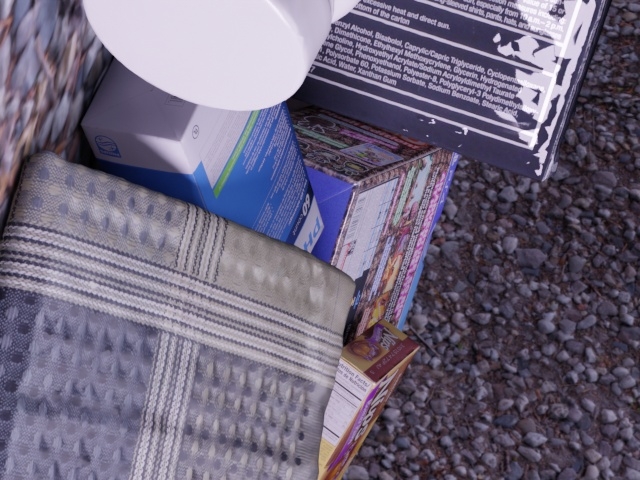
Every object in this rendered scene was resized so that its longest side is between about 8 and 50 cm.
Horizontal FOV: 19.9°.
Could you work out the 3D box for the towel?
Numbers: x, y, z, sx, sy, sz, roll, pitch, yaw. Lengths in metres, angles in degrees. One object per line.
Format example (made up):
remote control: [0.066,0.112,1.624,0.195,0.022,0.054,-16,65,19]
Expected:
towel: [-0.109,0.131,1.146,0.324,0.056,0.312,24,74,-50]

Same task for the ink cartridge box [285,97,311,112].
ink cartridge box: [-0.026,-0.109,1.933,0.088,0.052,0.122,-33,144,-80]

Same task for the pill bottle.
pill bottle: [-0.024,-0.225,1.074,0.160,0.160,0.283,99,11,-59]

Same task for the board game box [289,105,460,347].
board game box: [0.000,0.000,1.795,0.291,0.141,0.232,-24,134,-64]

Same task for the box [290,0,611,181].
box: [0.091,-0.248,1.394,0.183,0.296,0.294,-61,169,-57]

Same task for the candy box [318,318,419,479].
candy box: [0.016,0.174,1.763,0.187,0.053,0.109,-60,166,28]

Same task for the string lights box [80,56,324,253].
string lights box: [-0.074,-0.041,1.268,0.260,0.076,0.133,74,33,-51]
